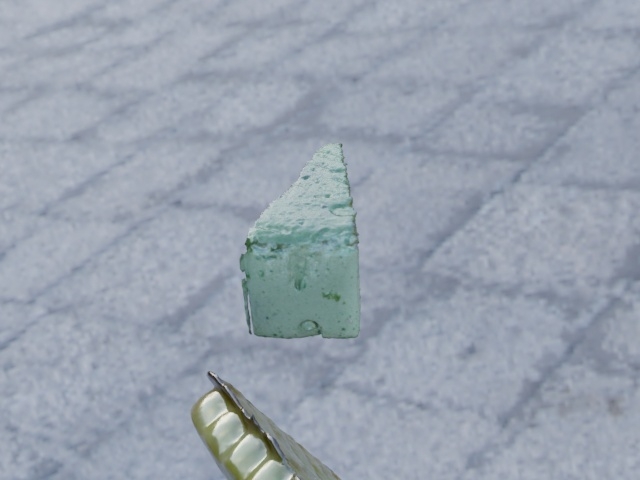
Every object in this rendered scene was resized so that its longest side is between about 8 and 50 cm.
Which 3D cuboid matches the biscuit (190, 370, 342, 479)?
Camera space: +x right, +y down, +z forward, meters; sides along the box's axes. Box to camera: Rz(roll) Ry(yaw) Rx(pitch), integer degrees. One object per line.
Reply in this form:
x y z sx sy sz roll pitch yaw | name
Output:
0.051 0.148 0.454 0.029 0.172 0.254 -47 36 -3 | biscuit

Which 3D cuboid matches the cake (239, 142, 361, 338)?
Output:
0.016 -0.006 1.195 0.099 0.100 0.235 5 27 18 | cake
